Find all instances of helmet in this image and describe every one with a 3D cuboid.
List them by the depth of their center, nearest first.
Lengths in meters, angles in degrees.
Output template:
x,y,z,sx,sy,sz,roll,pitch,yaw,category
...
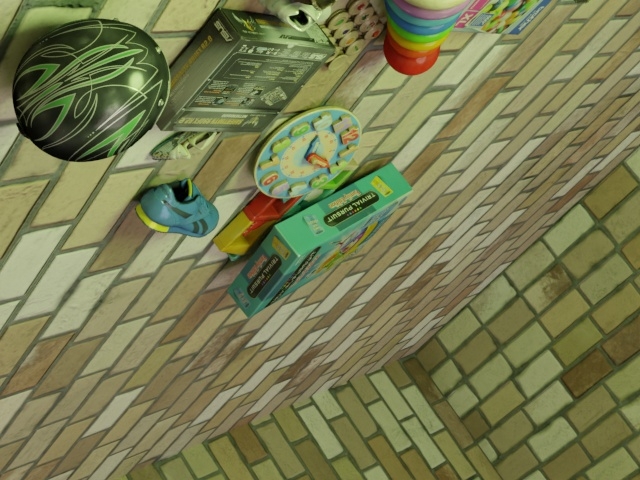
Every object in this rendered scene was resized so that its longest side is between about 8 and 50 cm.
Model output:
x,y,z,sx,sy,sz,roll,pitch,yaw,category
-0.258,-0.169,1.275,0.169,0.169,0.161,-27,178,-25,helmet

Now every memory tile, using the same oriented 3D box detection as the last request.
x,y,z,sx,sy,sz,roll,pitch,yaw,category
0.039,-0.309,1.707,0.113,0.012,0.148,-37,163,6,memory tile

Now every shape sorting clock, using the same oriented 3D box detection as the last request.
x,y,z,sx,sy,sz,roll,pitch,yaw,category
-0.020,-0.146,1.932,0.206,0.040,0.206,-26,147,-19,shape sorting clock

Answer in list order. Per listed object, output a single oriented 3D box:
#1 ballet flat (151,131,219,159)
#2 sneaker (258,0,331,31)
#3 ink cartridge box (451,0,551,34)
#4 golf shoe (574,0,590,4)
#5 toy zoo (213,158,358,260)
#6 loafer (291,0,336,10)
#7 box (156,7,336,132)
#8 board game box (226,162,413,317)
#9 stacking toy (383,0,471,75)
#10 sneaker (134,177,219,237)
x,y,z,sx,sy,sz,roll,pitch,yaw,category
-0.194,-0.143,1.671,0.114,0.041,0.041,-34,163,-3,ballet flat
-0.026,-0.303,1.521,0.054,0.061,0.152,-45,162,24,sneaker
0.320,-0.420,1.863,0.186,0.065,0.311,-46,162,33,ink cartridge box
0.492,-0.486,2.005,0.086,0.069,0.176,-40,171,-26,golf shoe
-0.078,-0.056,2.135,0.293,0.030,0.192,-44,161,25,toy zoo
0.118,-0.398,1.416,0.366,0.130,0.134,-36,163,2,loafer
-0.108,-0.228,1.573,0.183,0.056,0.231,-44,161,29,box
0.000,0.000,2.264,0.336,0.079,0.254,-30,167,-39,board game box
0.144,-0.333,1.667,0.141,0.141,0.330,-31,168,-12,stacking toy
-0.208,-0.056,1.827,0.082,0.069,0.209,-45,161,17,sneaker
